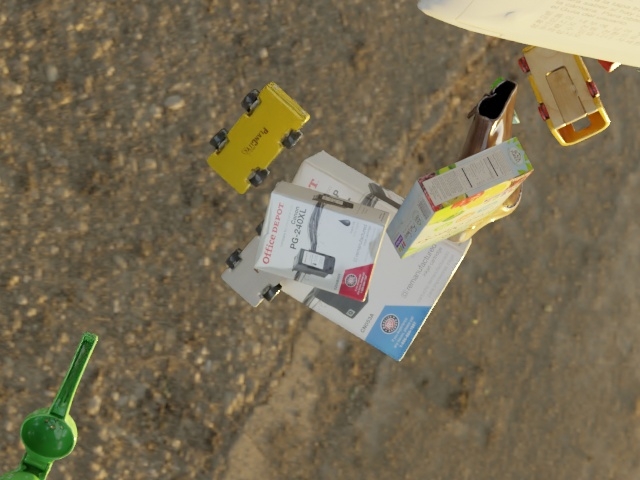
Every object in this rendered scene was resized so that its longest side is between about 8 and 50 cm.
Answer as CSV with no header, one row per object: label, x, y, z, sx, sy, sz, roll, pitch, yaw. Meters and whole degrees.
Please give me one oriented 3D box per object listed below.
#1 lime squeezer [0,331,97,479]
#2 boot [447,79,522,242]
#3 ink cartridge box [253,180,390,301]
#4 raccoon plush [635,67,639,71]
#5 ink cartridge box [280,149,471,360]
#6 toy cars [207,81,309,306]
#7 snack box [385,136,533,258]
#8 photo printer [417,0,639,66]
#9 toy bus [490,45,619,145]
lime squeezer,-0.280,0.231,0.981,0.059,0.110,0.310,27,86,-23
boot,0.247,-0.127,1.393,0.248,0.090,0.206,-46,154,-51
ink cartridge box,0.000,0.000,1.270,0.063,0.151,0.109,-60,166,-70
raccoon plush,0.498,-0.265,0.916,0.216,0.446,0.299,1,105,-61
ink cartridge box,0.065,0.023,1.704,0.223,0.307,0.129,-61,173,17
toy cars,-0.080,-0.073,1.588,0.087,0.177,0.393,-49,142,-53
snack box,0.122,-0.036,0.908,0.100,0.141,0.037,-22,77,-14
photo printer,0.196,-0.172,0.445,0.256,0.307,0.107,9,80,-9
toy bus,0.407,-0.261,1.687,0.104,0.191,0.202,33,83,-57
